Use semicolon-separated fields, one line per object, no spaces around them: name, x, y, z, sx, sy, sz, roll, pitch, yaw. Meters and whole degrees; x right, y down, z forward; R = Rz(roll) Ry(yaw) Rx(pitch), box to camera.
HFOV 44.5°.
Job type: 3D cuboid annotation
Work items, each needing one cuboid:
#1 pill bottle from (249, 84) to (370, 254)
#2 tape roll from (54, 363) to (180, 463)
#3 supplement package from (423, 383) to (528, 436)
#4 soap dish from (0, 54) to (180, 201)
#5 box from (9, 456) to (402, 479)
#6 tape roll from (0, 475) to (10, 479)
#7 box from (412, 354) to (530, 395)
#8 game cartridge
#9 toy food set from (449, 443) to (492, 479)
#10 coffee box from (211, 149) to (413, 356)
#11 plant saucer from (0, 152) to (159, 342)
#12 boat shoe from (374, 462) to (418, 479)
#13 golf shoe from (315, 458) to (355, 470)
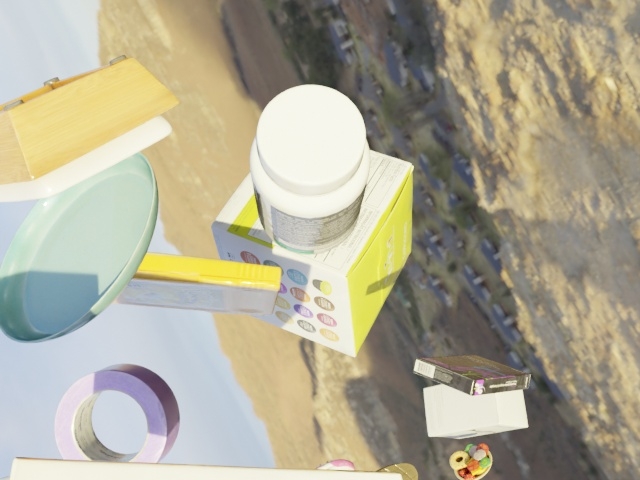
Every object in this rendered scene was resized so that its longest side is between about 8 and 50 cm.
pill bottle;-0.019;-0.114;1.380;0.204;0.204;0.361;61;171;13
tape roll;-0.336;0.304;1.302;0.189;0.189;0.080;61;-175;4
supplement package;0.317;0.343;1.612;0.105;0.179;0.105;17;-119;-40
soap dish;-0.360;-0.148;1.054;0.291;0.229;0.118;1;120;48
box;-0.118;0.306;0.736;0.215;0.345;0.168;133;140;-62
tape roll;-0.512;0.536;1.297;0.246;0.246;0.169;-125;24;-56
box;0.243;0.213;1.252;0.116;0.162;0.029;15;96;45
game cartridge;-0.239;0.084;1.412;0.285;0.324;0.052;110;166;-74
toy food set;0.296;0.432;1.527;0.020;0.083;0.083;55;-176;-26
coffee box;0.000;0.000;1.804;0.334;0.338;0.337;20;147;20
plant saucer;-0.344;0.008;1.125;0.044;0.317;0.317;42;-170;-42
boat shoe;0.089;0.447;1.393;0.064;0.178;0.060;63;166;0
golf shoe;-0.010;0.640;1.817;0.115;0.306;0.140;24;-158;-31
